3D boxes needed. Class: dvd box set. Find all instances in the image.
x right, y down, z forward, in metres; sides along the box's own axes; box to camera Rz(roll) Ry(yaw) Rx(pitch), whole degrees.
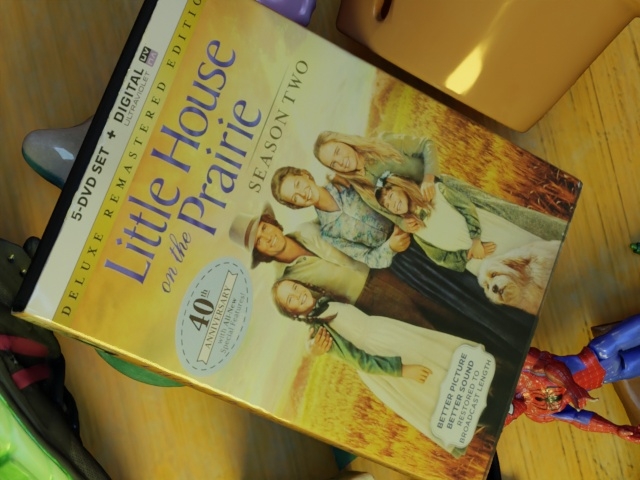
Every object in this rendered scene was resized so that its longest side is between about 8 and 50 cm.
[{"bbox_3d":[0.000,0.000,1.019,0.420,0.062,0.308,26,76,-21],"label":"dvd box set"}]

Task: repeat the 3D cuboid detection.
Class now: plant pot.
[{"bbox_3d":[0.147,-0.230,1.095,0.290,0.291,0.203,28,101,-6],"label":"plant pot"}]

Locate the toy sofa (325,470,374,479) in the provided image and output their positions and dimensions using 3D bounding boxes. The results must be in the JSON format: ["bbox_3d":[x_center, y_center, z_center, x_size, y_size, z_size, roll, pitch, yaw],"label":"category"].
[{"bbox_3d":[0.015,0.394,1.072,0.177,0.150,0.363,-19,83,-8],"label":"toy sofa"}]

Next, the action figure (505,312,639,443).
[{"bbox_3d":[0.282,0.118,1.102,0.280,0.139,0.091,-22,118,-9],"label":"action figure"}]

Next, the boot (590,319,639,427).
[{"bbox_3d":[0.317,0.214,1.176,0.264,0.096,0.281,-16,89,-9],"label":"boot"}]

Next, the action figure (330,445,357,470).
[{"bbox_3d":[0.011,0.084,1.155,0.137,0.063,0.232,-35,89,-6],"label":"action figure"}]

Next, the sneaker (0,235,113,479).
[{"bbox_3d":[-0.268,0.107,1.038,0.483,0.185,0.202,60,41,-19],"label":"sneaker"}]

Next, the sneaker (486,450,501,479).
[{"bbox_3d":[0.123,0.257,1.117,0.084,0.097,0.235,1,70,-1],"label":"sneaker"}]

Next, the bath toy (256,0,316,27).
[{"bbox_3d":[-0.054,-0.198,1.120,0.129,0.151,0.348,-22,88,33],"label":"bath toy"}]

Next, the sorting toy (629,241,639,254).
[{"bbox_3d":[0.333,0.004,1.206,0.042,0.061,0.102,20,62,-7],"label":"sorting toy"}]

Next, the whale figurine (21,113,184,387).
[{"bbox_3d":[-0.165,0.012,1.102,0.216,0.141,0.272,-26,69,-44],"label":"whale figurine"}]
